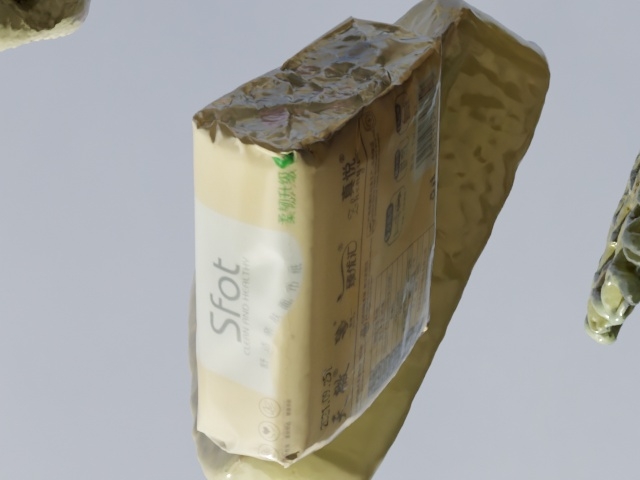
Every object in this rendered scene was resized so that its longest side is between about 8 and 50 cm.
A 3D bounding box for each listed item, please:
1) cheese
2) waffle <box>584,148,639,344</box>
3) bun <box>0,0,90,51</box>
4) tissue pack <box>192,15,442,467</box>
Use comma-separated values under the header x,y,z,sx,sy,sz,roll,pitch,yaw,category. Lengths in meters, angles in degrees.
x,y,z,sx,sy,sz,roll,pitch,yaw,category
0.001,0.013,1.470,0.104,0.384,0.384,28,-115,-17,cheese
0.320,-0.055,1.848,0.056,0.292,0.309,21,-110,4,waffle
-0.266,-0.206,1.456,0.178,0.193,0.128,-26,-62,-51,bun
0.000,0.000,1.150,0.186,0.090,0.222,-40,-39,-46,tissue pack
